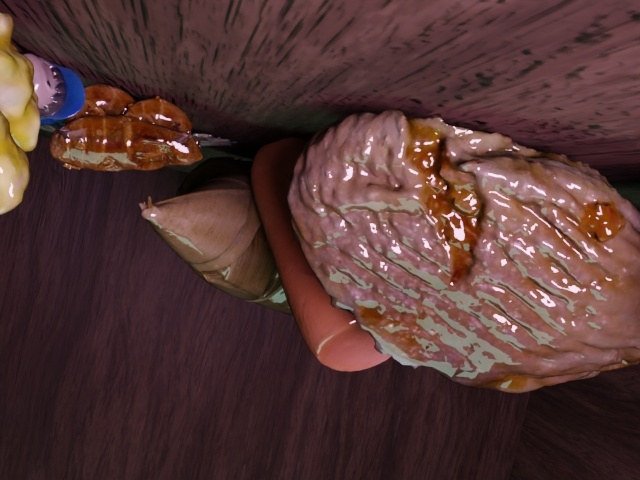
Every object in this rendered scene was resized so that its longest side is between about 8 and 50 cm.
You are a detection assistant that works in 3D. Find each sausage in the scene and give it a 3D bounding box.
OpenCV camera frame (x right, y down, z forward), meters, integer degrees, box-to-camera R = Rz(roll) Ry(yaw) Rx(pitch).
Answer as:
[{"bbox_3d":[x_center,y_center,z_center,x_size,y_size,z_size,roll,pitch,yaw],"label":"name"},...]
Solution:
[{"bbox_3d":[0.000,-0.001,0.684,0.121,0.121,0.304,12,-138,-39],"label":"sausage"}]

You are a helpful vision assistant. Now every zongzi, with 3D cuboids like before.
[{"bbox_3d":[-0.202,-0.082,0.949,0.500,0.218,0.467,31,180,39],"label":"zongzi"}]

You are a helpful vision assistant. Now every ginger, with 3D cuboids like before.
[{"bbox_3d":[-0.217,-0.124,0.665,0.162,0.103,0.073,3,148,-13],"label":"ginger"}]

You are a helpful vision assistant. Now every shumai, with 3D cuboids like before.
[{"bbox_3d":[0.159,-0.028,0.560,0.346,0.217,0.283,25,-145,6],"label":"shumai"}]

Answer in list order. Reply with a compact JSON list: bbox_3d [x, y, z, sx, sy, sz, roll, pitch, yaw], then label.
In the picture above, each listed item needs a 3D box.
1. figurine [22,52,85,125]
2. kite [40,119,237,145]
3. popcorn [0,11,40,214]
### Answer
[{"bbox_3d":[-0.299,-0.152,0.559,0.079,0.077,0.136,-29,165,23],"label":"figurine"},{"bbox_3d":[-0.320,-0.168,0.857,0.406,0.014,0.368,5,178,-31],"label":"kite"},{"bbox_3d":[-0.302,-0.092,0.374,0.255,0.195,0.256,18,-161,-5],"label":"popcorn"}]
